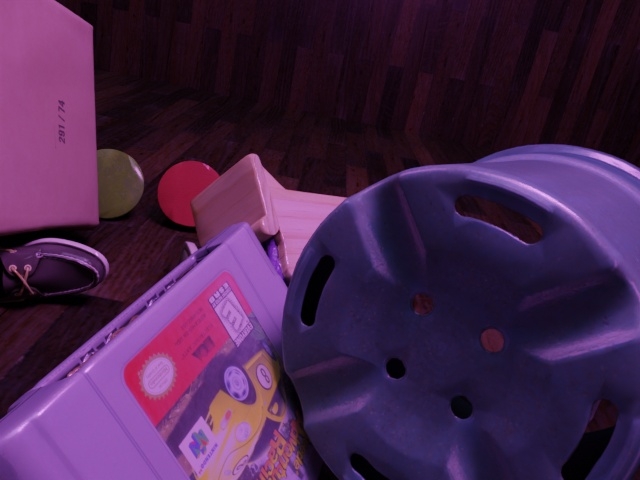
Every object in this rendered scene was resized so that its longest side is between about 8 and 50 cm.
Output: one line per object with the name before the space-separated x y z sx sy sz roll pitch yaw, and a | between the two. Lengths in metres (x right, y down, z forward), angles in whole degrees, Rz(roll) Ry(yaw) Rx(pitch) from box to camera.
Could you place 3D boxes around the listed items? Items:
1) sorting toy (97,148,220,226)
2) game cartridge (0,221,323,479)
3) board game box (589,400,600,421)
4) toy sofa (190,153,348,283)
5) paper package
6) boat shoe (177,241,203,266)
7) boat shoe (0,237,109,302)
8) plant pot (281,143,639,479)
sorting toy | -0.364 -0.093 1.089 0.366 0.127 0.126 6 -7 -6
game cartridge | -0.075 0.124 0.411 0.060 0.196 0.294 -19 16 25
board game box | 0.326 0.166 0.692 0.026 0.154 0.103 27 27 34
toy sofa | 0.000 0.000 0.875 0.363 0.150 0.177 1 67 -47
paper package | -0.437 -0.167 0.772 0.168 0.324 0.309 0 4 2
boat shoe | -0.086 0.113 0.651 0.113 0.127 0.340 2 26 -27
boat shoe | -0.392 0.044 0.733 0.228 0.081 0.068 2 25 -5
plant pot | 0.159 0.069 0.514 0.341 0.341 0.334 25 15 29
